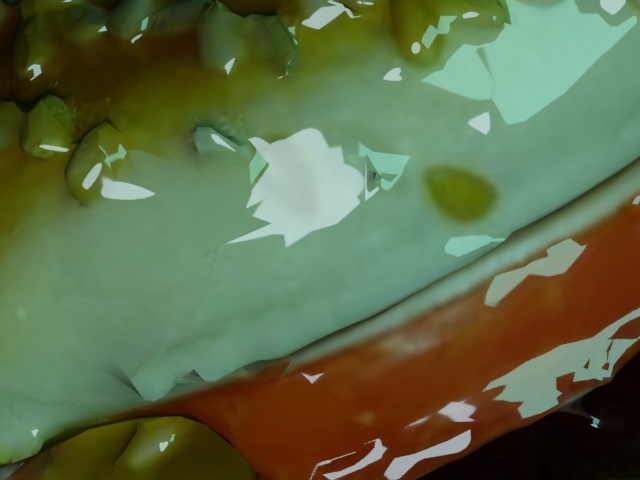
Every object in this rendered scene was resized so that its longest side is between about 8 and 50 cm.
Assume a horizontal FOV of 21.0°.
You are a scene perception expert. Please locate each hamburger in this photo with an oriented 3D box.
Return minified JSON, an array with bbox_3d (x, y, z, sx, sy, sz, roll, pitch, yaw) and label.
[{"bbox_3d":[0.000,0.000,0.471,0.330,0.330,0.250,-39,120,-34],"label":"hamburger"}]
